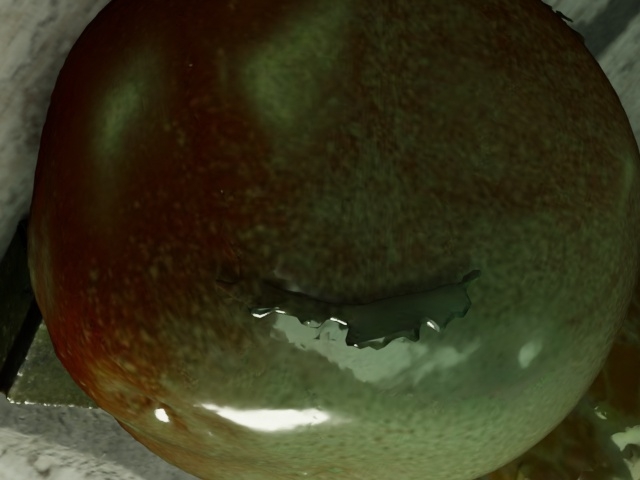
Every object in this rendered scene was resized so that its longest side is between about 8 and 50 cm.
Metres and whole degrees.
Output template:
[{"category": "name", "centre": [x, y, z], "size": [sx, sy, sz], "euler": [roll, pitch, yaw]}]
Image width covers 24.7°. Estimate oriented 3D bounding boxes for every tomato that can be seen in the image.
[{"category": "tomato", "centre": [0.000, 0.000, 0.725], "size": [0.304, 0.239, 0.303], "euler": [-1, 146, -1]}]

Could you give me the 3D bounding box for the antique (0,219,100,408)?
[{"category": "antique", "centre": [-0.092, 0.056, 0.911], "size": [0.221, 0.081, 0.080], "euler": [12, 121, -35]}]

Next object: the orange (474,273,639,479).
[{"category": "orange", "centre": [0.156, 0.146, 1.009], "size": [0.329, 0.249, 0.329], "euler": [-17, 141, -14]}]
